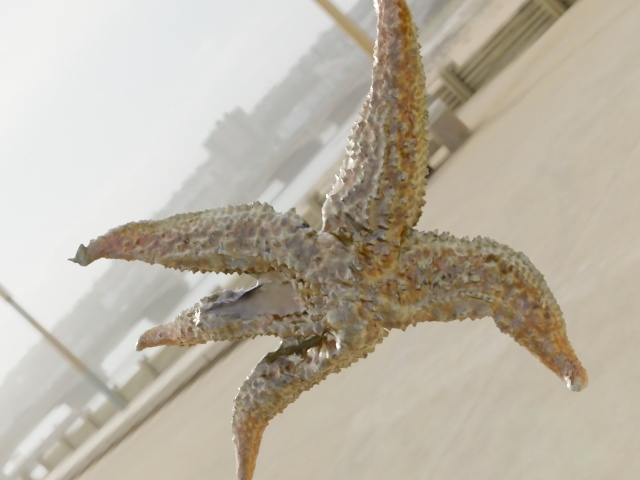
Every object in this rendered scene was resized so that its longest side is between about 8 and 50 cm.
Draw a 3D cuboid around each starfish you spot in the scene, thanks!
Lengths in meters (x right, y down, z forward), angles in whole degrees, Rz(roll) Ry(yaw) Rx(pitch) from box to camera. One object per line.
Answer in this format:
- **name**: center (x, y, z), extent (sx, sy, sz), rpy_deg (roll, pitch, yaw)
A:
- **starfish**: center (-0.020, 0.018, 0.719), extent (0.293, 0.302, 0.084), rpy_deg (-26, 8, 17)
